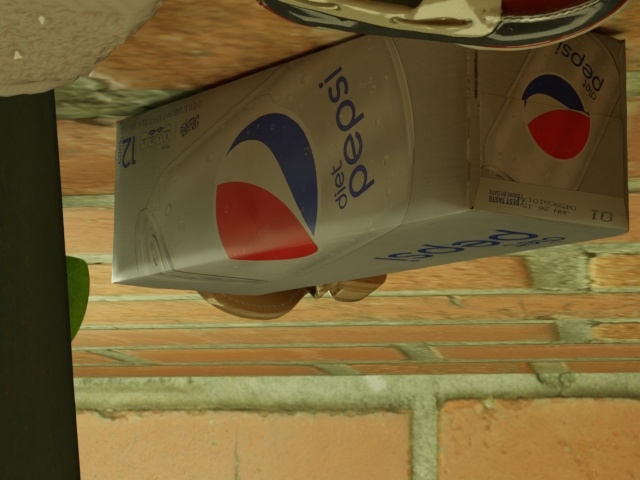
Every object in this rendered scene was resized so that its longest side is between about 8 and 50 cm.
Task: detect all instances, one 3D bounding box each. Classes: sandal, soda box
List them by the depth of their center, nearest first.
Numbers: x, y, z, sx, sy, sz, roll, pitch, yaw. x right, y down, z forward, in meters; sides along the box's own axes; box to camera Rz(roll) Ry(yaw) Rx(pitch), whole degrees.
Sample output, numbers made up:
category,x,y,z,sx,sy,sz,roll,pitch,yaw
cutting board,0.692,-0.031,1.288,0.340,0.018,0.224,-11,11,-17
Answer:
category,x,y,z,sx,sy,sz,roll,pitch,yaw
soda box,0.011,-0.033,0.839,0.098,0.091,0.286,7,169,-37
sandal,-0.003,-0.005,1.170,0.079,0.088,0.240,-38,163,22

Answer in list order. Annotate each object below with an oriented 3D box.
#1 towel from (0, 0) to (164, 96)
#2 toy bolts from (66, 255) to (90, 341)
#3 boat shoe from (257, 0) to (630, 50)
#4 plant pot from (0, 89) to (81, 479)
category,x,y,z,sx,sy,sz,roll,pitch,yaw
towel,-0.132,-0.101,0.425,0.282,0.049,0.187,6,158,-38
toy bolts,-0.296,0.053,1.141,0.159,0.218,0.228,2,156,33
boat shoe,0.039,-0.093,0.596,0.137,0.049,0.043,3,170,16
plant pot,-0.245,0.073,0.739,0.341,0.334,0.341,-1,172,0
